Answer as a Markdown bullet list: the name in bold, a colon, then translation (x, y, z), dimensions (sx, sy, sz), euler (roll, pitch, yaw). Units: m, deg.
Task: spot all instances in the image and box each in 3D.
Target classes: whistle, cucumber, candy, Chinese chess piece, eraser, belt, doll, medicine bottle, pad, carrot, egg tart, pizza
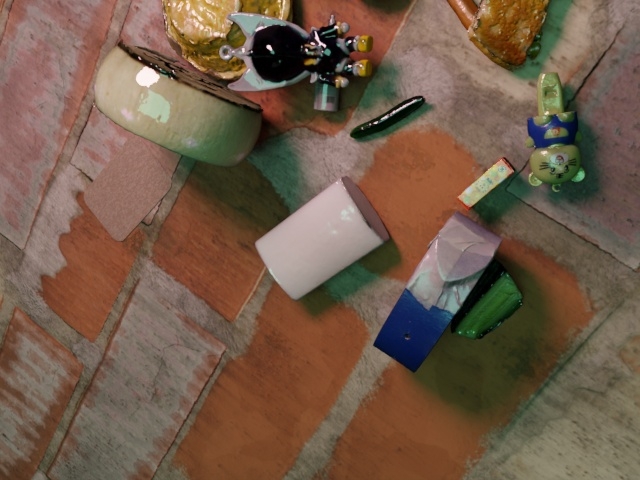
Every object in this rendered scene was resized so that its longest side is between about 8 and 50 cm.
- **whistle**: translation (0.445, -0.205, 1.105), dimensions (0.105, 0.085, 0.227), euler (-5, 99, 13)
- **cucumber**: translation (0.349, 0.123, 1.217), dimensions (0.192, 0.116, 0.085), euler (-61, 34, 25)
- **candy**: translation (0.337, -0.116, 1.178), dimensions (0.122, 0.062, 0.038), euler (-43, 84, 23)
- **Chinese chess piece**: translation (-0.293, -0.290, 1.228), dimensions (0.350, 0.349, 0.146), euler (30, 104, 13)
- **eraser**: translation (0.000, 0.000, 1.317), dimensions (0.270, 0.095, 0.174), euler (-35, 87, 23)
- **belt**: translation (0.232, 0.111, 1.188), dimensions (0.117, 0.212, 0.346), euler (34, 115, 13)
- **doll**: translation (-0.053, -0.386, 1.185), dimensions (0.317, 0.103, 0.145), euler (5, 134, 11)
- **medicine bottle**: translation (0.019, -0.380, 1.247), dimensions (0.058, 0.058, 0.198), euler (8, 104, 19)
- **pad**: translation (-0.515, -0.134, 1.536), dimensions (0.266, 0.002, 0.176), euler (-41, 85, 23)
- **carrot**: translation (0.253, -0.500, 1.140), dimensions (0.043, 0.043, 0.247), euler (-36, 86, 24)
- **egg tart**: translation (-0.224, -0.516, 1.272), dimensions (0.342, 0.132, 0.341), euler (5, 103, 22)
- **cucumber**: translation (0.143, -0.260, 1.239), dimensions (0.184, 0.033, 0.036), euler (-24, 117, 24)
- **pizza**: translation (0.367, -0.439, 1.085), dimensions (0.147, 0.069, 0.226), euler (14, 109, -8)
